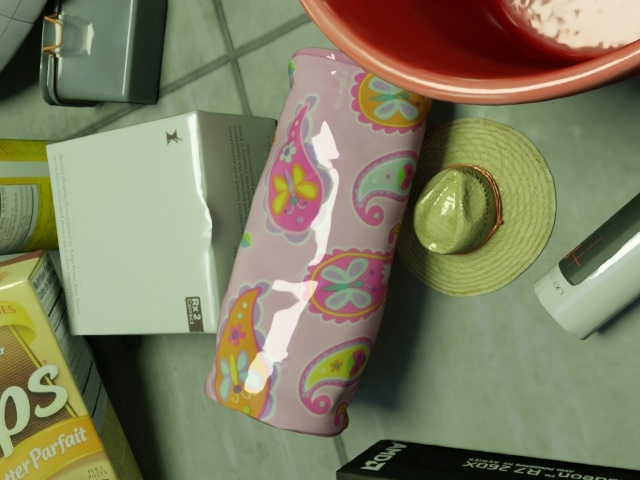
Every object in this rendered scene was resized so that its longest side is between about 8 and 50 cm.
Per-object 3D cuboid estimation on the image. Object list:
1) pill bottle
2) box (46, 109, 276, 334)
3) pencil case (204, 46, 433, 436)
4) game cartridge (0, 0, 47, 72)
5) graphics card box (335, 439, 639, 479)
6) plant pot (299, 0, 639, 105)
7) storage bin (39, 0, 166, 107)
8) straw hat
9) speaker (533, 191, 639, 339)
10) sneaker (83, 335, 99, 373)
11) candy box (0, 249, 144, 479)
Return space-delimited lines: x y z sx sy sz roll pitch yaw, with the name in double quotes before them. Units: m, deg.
"pill bottle" -0.325 -0.042 0.725 0.117 0.215 0.117 3 96 30
"box" -0.134 -0.012 0.671 0.181 0.119 0.181 -5 92 31
"pencil case" 0.000 0.000 0.565 0.124 0.124 0.284 13 88 29
"game cartridge" -0.352 -0.263 0.758 0.297 0.062 0.198 -24 63 43
"graphics card box" 0.194 0.280 0.521 0.370 0.094 0.233 -1 94 32
"plant pot" 0.146 -0.203 0.412 0.274 0.243 0.275 3 96 31
"storage bin" -0.209 -0.193 0.718 0.091 0.098 0.135 11 101 19
"straw hat" 0.102 -0.022 0.563 0.144 0.061 0.145 3 97 31
"speaker" 0.213 0.008 0.504 0.136 0.055 0.055 -47 72 26
"sneaker" -0.378 0.132 0.826 0.261 0.125 0.104 -1 93 31
"candy box" -0.295 0.186 0.702 0.182 0.087 0.317 -17 111 -4
